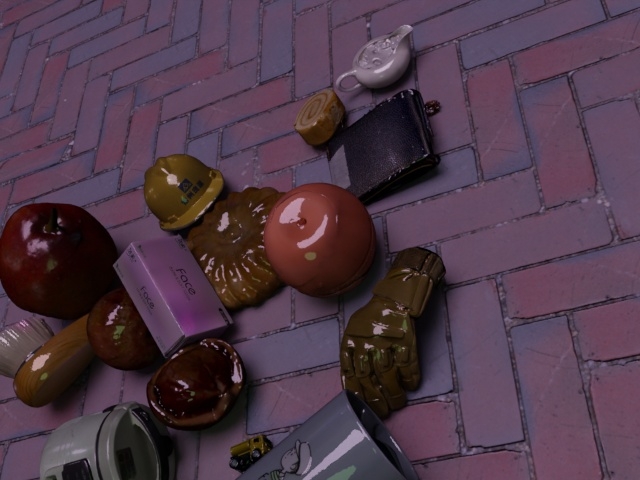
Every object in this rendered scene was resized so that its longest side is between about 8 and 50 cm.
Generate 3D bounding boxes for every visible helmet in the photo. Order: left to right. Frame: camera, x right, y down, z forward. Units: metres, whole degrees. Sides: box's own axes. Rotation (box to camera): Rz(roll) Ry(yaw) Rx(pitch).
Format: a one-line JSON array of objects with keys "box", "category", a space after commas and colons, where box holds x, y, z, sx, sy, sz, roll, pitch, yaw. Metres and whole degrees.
[{"box": [-0.360, -0.139, 1.900, 0.205, 0.140, 0.257, -51, 25, -11], "category": "helmet"}]

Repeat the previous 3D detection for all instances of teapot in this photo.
[{"box": [0.140, -0.426, 1.874, 0.226, 0.092, 0.145, -35, 46, 8], "category": "teapot"}]

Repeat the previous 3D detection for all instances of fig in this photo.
[{"box": [-0.435, 0.193, 1.739, 0.205, 0.205, 0.205, -16, 53, 22], "category": "fig"}]

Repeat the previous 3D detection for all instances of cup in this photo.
[{"box": [-0.009, 0.425, 1.310, 0.312, 0.205, 0.205, -39, 48, 3], "category": "cup"}]

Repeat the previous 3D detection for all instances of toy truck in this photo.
[{"box": [-0.131, 0.412, 1.496, 0.083, 0.049, 0.054, -25, 49, 16], "category": "toy truck"}]

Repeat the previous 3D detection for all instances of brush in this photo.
[{"box": [-0.629, 0.246, 1.804, 0.166, 0.174, 0.267, 41, 72, 13], "category": "brush"}]

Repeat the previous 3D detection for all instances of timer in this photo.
[{"box": [0.000, 0.000, 1.577, 0.230, 0.215, 0.229, -9, 64, 20], "category": "timer"}]

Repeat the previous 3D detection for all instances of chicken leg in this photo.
[{"box": [0.237, -0.300, 1.778, 0.083, 0.021, 0.036, -16, 61, 31], "category": "chicken leg"}]

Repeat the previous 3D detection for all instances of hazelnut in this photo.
[{"box": [-0.248, 0.290, 1.566, 0.170, 0.160, 0.201, 32, 79, 7], "category": "hazelnut"}]

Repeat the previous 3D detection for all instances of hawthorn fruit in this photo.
[{"box": [-0.631, 0.023, 1.852, 0.285, 0.369, 0.284, 6, 56, -9], "category": "hawthorn fruit"}]

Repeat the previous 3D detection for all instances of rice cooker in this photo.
[{"box": [-0.413, 0.445, 1.531, 0.244, 0.226, 0.226, -17, 52, 17], "category": "rice cooker"}]

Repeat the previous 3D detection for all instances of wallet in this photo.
[{"box": [0.135, -0.197, 1.739, 0.262, 0.071, 0.221, -28, 51, 23], "category": "wallet"}]

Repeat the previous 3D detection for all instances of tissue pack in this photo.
[{"box": [-0.320, 0.117, 1.667, 0.092, 0.148, 0.246, -44, 71, 33], "category": "tissue pack"}]

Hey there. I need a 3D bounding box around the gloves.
[{"box": [0.128, 0.167, 1.445, 0.154, 0.141, 0.331, 13, 67, 35], "category": "gloves"}]

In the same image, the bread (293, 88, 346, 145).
[{"box": [-0.003, -0.293, 1.874, 0.122, 0.073, 0.149, -8, 46, 44], "category": "bread"}]

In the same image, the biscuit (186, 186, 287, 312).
[{"box": [-0.185, 0.005, 1.774, 0.326, 0.107, 0.325, -18, 50, 24], "category": "biscuit"}]
